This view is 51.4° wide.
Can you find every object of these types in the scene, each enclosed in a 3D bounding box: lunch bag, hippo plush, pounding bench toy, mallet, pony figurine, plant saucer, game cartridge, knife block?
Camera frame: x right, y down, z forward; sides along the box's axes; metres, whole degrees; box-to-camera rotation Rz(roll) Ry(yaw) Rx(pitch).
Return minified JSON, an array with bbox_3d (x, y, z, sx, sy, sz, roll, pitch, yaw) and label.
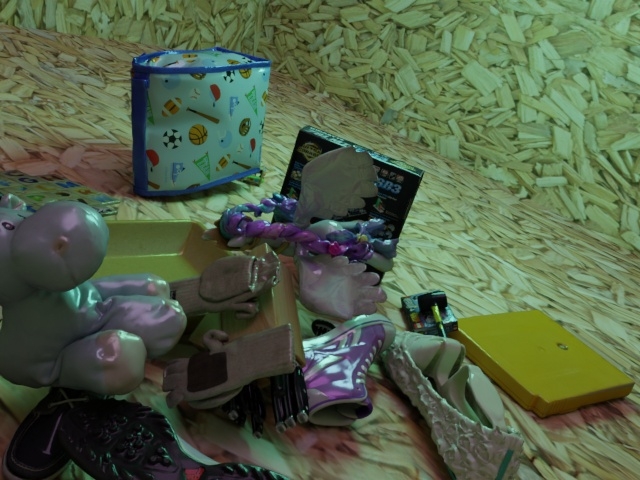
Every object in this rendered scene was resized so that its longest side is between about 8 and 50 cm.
[{"bbox_3d":[-0.330,-0.308,1.684,0.238,0.328,0.385,19,28,26],"label":"lunch bag"},{"bbox_3d":[-0.333,0.050,0.839,0.294,0.237,0.234,-9,24,13],"label":"hippo plush"},{"bbox_3d":[-0.191,-0.187,1.910,0.065,0.052,0.083,15,23,-10],"label":"pounding bench toy"},{"bbox_3d":[0.230,0.165,1.344,0.062,0.039,0.190,-8,28,11],"label":"mallet"},{"bbox_3d":[0.000,0.000,1.283,0.350,0.303,0.363,-3,-8,32],"label":"pony figurine"},{"bbox_3d":[-0.295,0.073,1.194,0.332,0.081,0.332,-2,30,-41],"label":"plant saucer"},{"bbox_3d":[0.464,0.253,1.426,0.323,0.053,0.285,-1,30,-35],"label":"game cartridge"},{"bbox_3d":[-0.071,0.149,1.007,0.242,0.276,0.088,11,-32,42],"label":"knife block"}]

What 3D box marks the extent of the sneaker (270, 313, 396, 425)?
[{"bbox_3d":[0.056,0.225,1.111,0.282,0.102,0.161,-17,44,-39],"label":"sneaker"}]

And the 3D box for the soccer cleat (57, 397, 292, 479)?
[{"bbox_3d":[-0.167,0.288,0.768,0.318,0.117,0.109,20,35,13],"label":"soccer cleat"}]

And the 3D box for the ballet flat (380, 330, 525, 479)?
[{"bbox_3d":[0.225,0.249,1.132,0.146,0.147,0.409,9,24,-23],"label":"ballet flat"}]

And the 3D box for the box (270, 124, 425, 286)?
[{"bbox_3d":[0.050,-0.075,1.525,0.295,0.294,0.073,21,22,8],"label":"box"}]

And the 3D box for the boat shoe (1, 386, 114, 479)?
[{"bbox_3d":[-0.327,0.214,0.849,0.083,0.079,0.233,22,24,-1],"label":"boat shoe"}]

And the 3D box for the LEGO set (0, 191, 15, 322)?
[{"bbox_3d":[-0.577,0.045,0.985,0.255,0.192,0.331,42,16,-24],"label":"LEGO set"}]

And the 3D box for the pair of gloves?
[{"bbox_3d":[-0.138,0.127,0.969,0.204,0.042,0.240,-23,47,8],"label":"pair of gloves"}]

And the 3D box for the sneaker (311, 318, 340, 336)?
[{"bbox_3d":[0.033,0.180,1.272,0.109,0.040,0.044,23,6,1],"label":"sneaker"}]

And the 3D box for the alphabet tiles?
[{"bbox_3d":[-0.593,-0.092,1.354,0.342,0.011,0.285,20,21,29],"label":"alphabet tiles"}]

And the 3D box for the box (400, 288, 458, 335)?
[{"bbox_3d":[0.233,0.157,1.434,0.093,0.027,0.137,-12,26,0],"label":"box"}]
